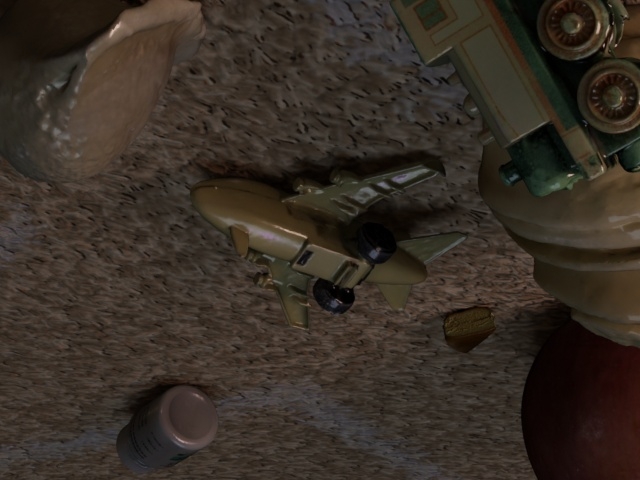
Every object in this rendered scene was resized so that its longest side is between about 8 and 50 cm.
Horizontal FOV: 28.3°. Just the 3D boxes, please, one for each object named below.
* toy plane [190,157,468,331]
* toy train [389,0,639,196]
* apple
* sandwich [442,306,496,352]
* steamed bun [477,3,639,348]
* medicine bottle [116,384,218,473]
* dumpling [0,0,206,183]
[{"bbox_3d":[0.000,0.000,1.098,0.244,0.092,0.229,14,132,-30],"label":"toy plane"},{"bbox_3d":[0.134,-0.117,0.800,0.125,0.194,0.081,-30,176,24],"label":"toy train"},{"bbox_3d":[0.348,0.195,1.301,0.305,0.235,0.306,0,152,0],"label":"apple"},{"bbox_3d":[0.148,0.093,1.322,0.044,0.031,0.083,7,150,-18],"label":"sandwich"},{"bbox_3d":[0.264,-0.034,0.922,0.276,0.203,0.289,-16,146,24],"label":"steamed bun"},{"bbox_3d":[-0.185,0.227,1.503,0.080,0.080,0.130,17,146,-29],"label":"medicine bottle"},{"bbox_3d":[-0.152,-0.116,0.862,0.166,0.126,0.216,-30,161,-33],"label":"dumpling"}]
